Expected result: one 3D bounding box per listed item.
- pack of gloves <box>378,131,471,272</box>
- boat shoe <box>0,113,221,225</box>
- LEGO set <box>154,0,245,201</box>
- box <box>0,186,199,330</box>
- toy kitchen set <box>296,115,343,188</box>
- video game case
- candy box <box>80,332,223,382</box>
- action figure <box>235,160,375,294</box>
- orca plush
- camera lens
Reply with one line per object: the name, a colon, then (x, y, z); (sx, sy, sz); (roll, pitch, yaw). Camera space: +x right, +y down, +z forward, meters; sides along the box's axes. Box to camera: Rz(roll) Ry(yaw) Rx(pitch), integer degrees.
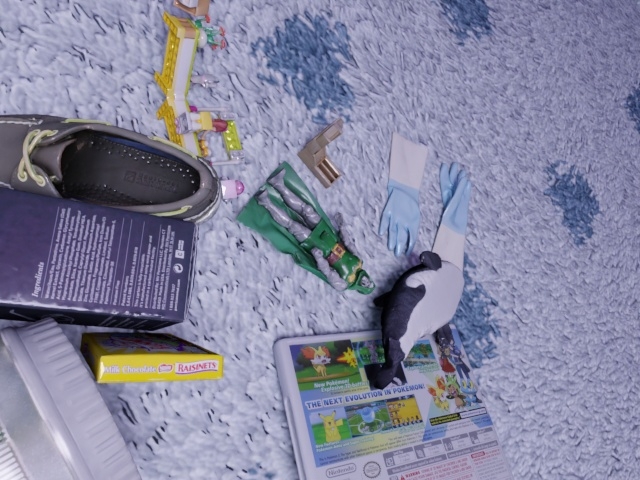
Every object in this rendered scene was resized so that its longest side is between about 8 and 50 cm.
pack of gloves: (0.201, -0.063, 0.875); (0.195, 0.046, 0.231); (21, 68, -26)
boat shoe: (-0.262, -0.083, 0.535); (0.306, 0.091, 0.109); (11, 82, -7)
LEGO set: (-0.143, -0.194, 0.653); (0.107, 0.132, 0.286); (-11, 106, -37)
box: (-0.254, 0.030, 0.519); (0.207, 0.153, 0.108); (12, 72, -29)
toy kitchen set: (0.025, -0.139, 0.766); (0.075, 0.083, 0.068); (49, 60, -11)
video game case: (0.114, 0.271, 0.694); (0.329, 0.036, 0.299); (1, 59, -30)
candy box: (-0.182, 0.116, 0.508); (0.105, 0.206, 0.027); (4, 84, -30)
action figure: (0.000, 0.000, 0.734); (0.232, 0.064, 0.137); (45, 57, -17)
orca plush: (0.129, 0.114, 0.759); (0.287, 0.102, 0.151); (-52, 124, -45)
camera lens: (-0.315, 0.212, 0.398); (0.274, 0.219, 0.219); (-28, 93, -33)
